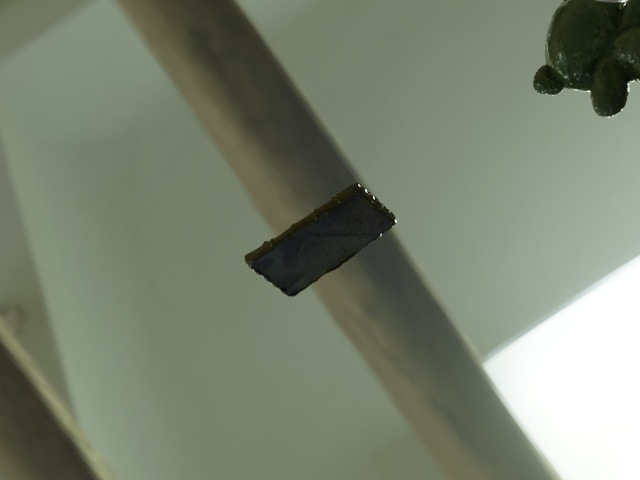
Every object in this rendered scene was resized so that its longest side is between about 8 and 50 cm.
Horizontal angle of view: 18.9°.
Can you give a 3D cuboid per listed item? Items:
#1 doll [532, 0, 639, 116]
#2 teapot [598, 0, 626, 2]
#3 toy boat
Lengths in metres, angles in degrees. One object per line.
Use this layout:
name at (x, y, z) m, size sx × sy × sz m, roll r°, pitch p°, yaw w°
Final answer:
doll at (0.232, -0.135, 1.407) m, size 0.150 × 0.077 × 0.115 m, roll 16°, pitch -104°, yaw 40°
teapot at (0.171, -0.325, 1.248) m, size 0.252 × 0.280 × 0.424 m, roll 1°, pitch -129°, yaw -7°
toy boat at (0.000, 0.000, 1.544) m, size 0.115 × 0.063 × 0.016 m, roll -34°, pitch -134°, yaw 17°
